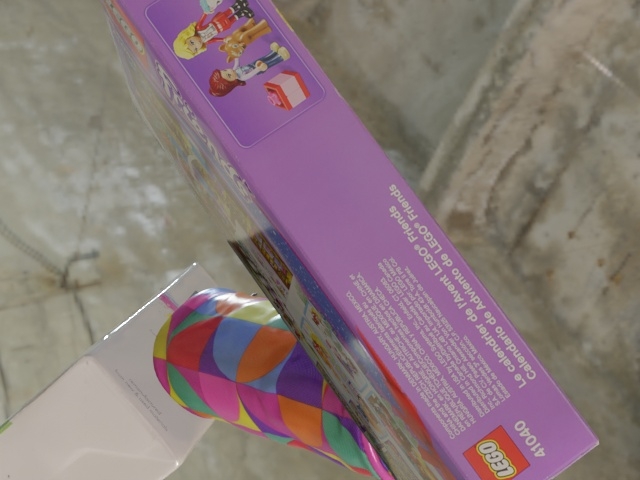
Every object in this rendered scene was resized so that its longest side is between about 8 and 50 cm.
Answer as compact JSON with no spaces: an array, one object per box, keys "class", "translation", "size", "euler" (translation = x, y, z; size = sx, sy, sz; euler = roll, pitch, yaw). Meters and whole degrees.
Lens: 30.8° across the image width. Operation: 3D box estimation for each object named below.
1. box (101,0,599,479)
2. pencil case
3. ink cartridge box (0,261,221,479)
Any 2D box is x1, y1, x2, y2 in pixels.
[{"class":"box","translation":[0.000,0.000,0.567],"size":[0.293,0.057,0.201],"euler":[54,-10,9]},{"class":"pencil case","translation":[-0.011,0.090,0.764],"size":[0.236,0.104,0.104],"euler":[9,-73,51]},{"class":"ink cartridge box","translation":[-0.177,0.146,1.074],"size":[0.207,0.353,0.119],"euler":[-40,-87,17]}]
